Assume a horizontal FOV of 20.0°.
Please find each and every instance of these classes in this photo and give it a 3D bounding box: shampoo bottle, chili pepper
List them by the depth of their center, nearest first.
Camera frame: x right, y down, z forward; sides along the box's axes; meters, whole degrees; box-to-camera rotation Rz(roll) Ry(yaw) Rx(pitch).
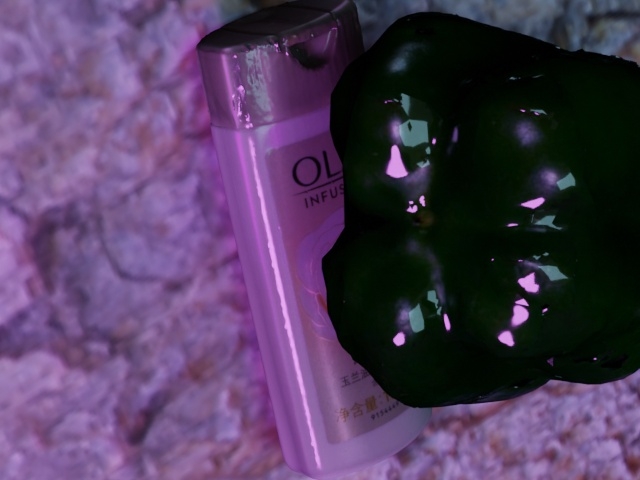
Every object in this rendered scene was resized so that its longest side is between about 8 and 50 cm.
[{"bbox_3d":[0.096,-0.016,0.840,0.261,0.165,0.174,3,77,-65],"label":"chili pepper"},{"bbox_3d":[0.000,0.000,0.890,0.086,0.056,0.227,-26,115,-35],"label":"shampoo bottle"}]
